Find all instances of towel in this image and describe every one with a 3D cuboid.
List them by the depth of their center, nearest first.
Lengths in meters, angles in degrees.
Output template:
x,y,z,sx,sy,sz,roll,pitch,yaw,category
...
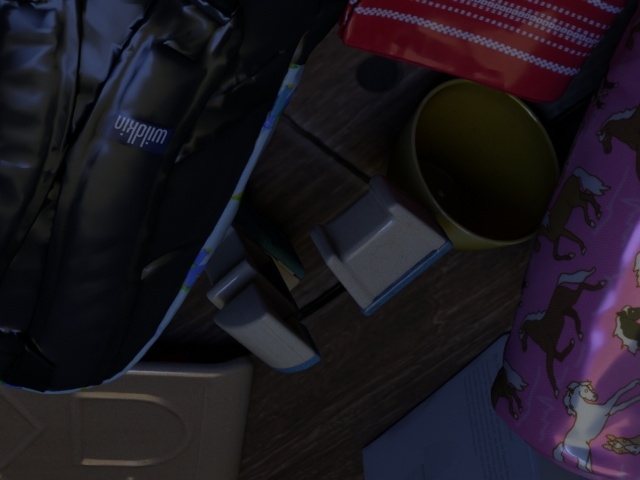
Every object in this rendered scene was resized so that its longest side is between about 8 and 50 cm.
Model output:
x,y,z,sx,sy,sz,roll,pitch,yaw,category
0.149,-0.218,0.897,0.199,0.031,0.275,15,132,-20,towel

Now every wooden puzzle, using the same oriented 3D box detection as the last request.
x,y,z,sx,sy,sz,roll,pitch,yaw,category
-0.250,0.203,1.266,0.348,0.080,0.322,0,136,-11,wooden puzzle

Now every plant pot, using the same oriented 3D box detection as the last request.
x,y,z,sx,sy,sz,roll,pitch,yaw,category
0.103,-0.046,1.013,0.134,0.134,0.095,20,153,-23,plant pot

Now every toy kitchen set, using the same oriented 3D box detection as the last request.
x,y,z,sx,sy,sz,roll,pitch,yaw,category
0.000,0.000,1.006,0.166,0.207,0.122,-40,128,9,toy kitchen set

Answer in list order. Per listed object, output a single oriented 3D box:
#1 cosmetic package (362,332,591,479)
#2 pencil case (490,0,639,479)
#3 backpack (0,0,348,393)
x,y,z,sx,sy,sz,roll,pitch,yaw,category
0.167,0.252,1.238,0.138,0.224,0.224,25,129,-26,cosmetic package
0.256,-0.016,0.942,0.167,0.160,0.386,-9,123,-47,pencil case
-0.182,-0.062,0.891,0.290,0.273,0.355,11,108,-18,backpack
